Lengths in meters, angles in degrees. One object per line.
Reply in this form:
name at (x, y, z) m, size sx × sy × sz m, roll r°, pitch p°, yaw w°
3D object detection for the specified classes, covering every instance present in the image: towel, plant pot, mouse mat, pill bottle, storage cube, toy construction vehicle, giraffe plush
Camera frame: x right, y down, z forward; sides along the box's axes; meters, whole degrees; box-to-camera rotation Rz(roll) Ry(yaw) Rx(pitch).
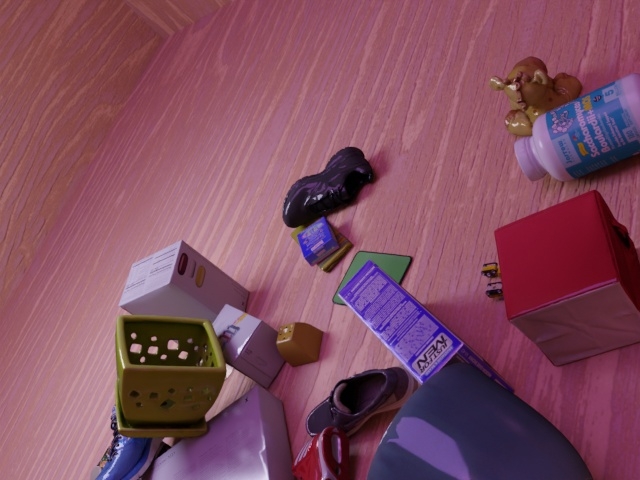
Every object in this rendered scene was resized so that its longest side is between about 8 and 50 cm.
towel at (0.000, 0.000, 1.895) m, size 0.102 × 0.021 × 0.237 m, roll -43°, pitch 33°, yaw -2°
plant pot at (-0.354, 0.314, 1.623) m, size 0.227 × 0.228 × 0.207 m, roll -126°, pitch 46°, yaw -60°
plant pot at (-0.055, 0.233, 1.666) m, size 0.082 × 0.083 × 0.081 m, roll -20°, pitch 43°, yaw 34°
mouse mat at (0.118, 0.093, 1.681) m, size 0.190 × 0.007 × 0.152 m, roll 5°, pitch 60°, yaw 51°
plant pot at (0.246, 0.361, 1.043) m, size 0.235 × 0.293 × 0.293 m, roll 27°, pitch 78°, yaw 40°
pill bottle at (0.521, -0.207, 1.404) m, size 0.264 × 0.146 × 0.146 m, roll -24°, pitch 41°, yaw 32°
storage cube at (0.425, 0.069, 1.207) m, size 0.215 × 0.184 × 0.193 m, roll -25°, pitch 42°, yaw 29°
toy construction vehicle at (0.362, 0.078, 1.407) m, size 0.098 × 0.035 × 0.086 m, roll -15°, pitch 36°, yaw 36°
giraffe plush at (0.459, -0.320, 1.562) m, size 0.181 × 0.170 × 0.210 m, roll -27°, pitch 39°, yaw 28°

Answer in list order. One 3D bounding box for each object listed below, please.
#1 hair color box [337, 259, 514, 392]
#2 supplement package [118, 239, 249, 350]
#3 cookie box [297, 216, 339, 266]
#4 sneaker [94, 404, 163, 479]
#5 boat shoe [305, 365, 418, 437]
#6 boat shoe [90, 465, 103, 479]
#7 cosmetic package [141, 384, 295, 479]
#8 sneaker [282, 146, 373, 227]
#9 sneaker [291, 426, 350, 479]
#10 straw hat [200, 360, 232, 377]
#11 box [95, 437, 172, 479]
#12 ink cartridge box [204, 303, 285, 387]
hair color box at (0.188, 0.186, 1.352) m, size 0.110 × 0.185 × 0.339 m, roll -47°, pitch 35°, yaw 2°
supplement package at (-0.359, 0.155, 1.920) m, size 0.204 × 0.262 × 0.145 m, roll -23°, pitch 41°, yaw 32°
cookie box at (-0.007, 0.002, 1.841) m, size 0.092 × 0.040 × 0.107 m, roll -35°, pitch 33°, yaw 11°
sneaker at (-0.461, 0.467, 1.711) m, size 0.130 × 0.147 × 0.330 m, roll -32°, pitch 19°, yaw 38°
boat shoe at (0.061, 0.317, 1.420) m, size 0.285 × 0.092 × 0.102 m, roll -33°, pitch 49°, yaw 35°
boat shoe at (-0.557, 0.637, 1.801) m, size 0.049 × 0.042 × 0.133 m, roll -12°, pitch 60°, yaw 23°
cosmetic package at (-0.231, 0.533, 1.554) m, size 0.377 × 0.097 × 0.284 m, roll -38°, pitch 36°, yaw 15°
sneaker at (0.018, -0.129, 1.919) m, size 0.286 × 0.109 × 0.130 m, roll -42°, pitch 43°, yaw 6°
sneaker at (0.001, 0.484, 1.389) m, size 0.128 × 0.087 × 0.221 m, roll -42°, pitch 33°, yaw 50°
straw hat at (-0.292, 0.315, 1.869) m, size 0.144 × 0.061 × 0.144 m, roll -29°, pitch 39°, yaw 27°
box at (-0.480, 0.567, 1.844) m, size 0.233 × 0.044 × 0.159 m, roll 7°, pitch 62°, yaw 51°
ink cartridge box at (-0.179, 0.254, 1.743) m, size 0.176 × 0.128 × 0.127 m, roll 17°, pitch 69°, yaw 53°
